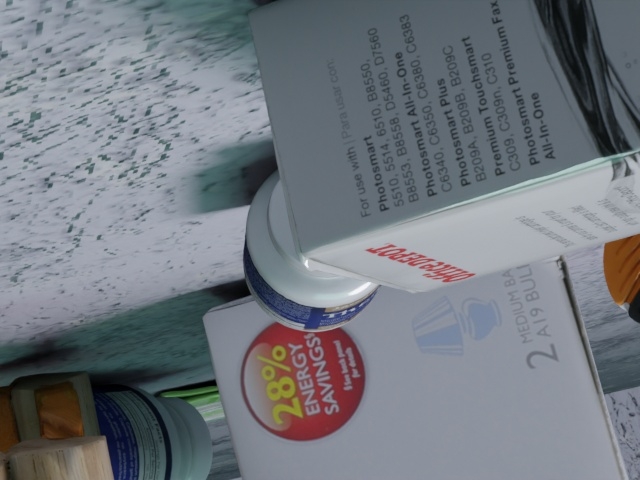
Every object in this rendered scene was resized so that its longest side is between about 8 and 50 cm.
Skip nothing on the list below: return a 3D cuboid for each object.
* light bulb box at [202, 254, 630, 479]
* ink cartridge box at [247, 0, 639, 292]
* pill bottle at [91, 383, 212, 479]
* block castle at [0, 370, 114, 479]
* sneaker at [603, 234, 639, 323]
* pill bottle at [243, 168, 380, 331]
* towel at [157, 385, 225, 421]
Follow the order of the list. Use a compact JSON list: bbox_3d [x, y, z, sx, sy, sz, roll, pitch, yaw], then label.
[{"bbox_3d":[0.100,0.198,1.169,0.225,0.358,0.361,-17,171,5],"label":"light bulb box"},{"bbox_3d":[0.097,-0.052,0.566,0.203,0.086,0.148,-16,169,16],"label":"ink cartridge box"},{"bbox_3d":[-0.171,0.165,1.322,0.112,0.112,0.187,-20,168,32],"label":"pill bottle"},{"bbox_3d":[-0.316,0.234,1.013,0.453,0.213,0.303,-11,-174,-10],"label":"block castle"},{"bbox_3d":[0.297,-0.017,0.991,0.262,0.099,0.121,-11,180,30],"label":"sneaker"},{"bbox_3d":[0.000,0.000,0.776,0.067,0.067,0.120,-13,170,-6],"label":"pill bottle"},{"bbox_3d":[-0.104,0.142,1.563,0.113,0.023,0.152,-13,168,-18],"label":"towel"}]
